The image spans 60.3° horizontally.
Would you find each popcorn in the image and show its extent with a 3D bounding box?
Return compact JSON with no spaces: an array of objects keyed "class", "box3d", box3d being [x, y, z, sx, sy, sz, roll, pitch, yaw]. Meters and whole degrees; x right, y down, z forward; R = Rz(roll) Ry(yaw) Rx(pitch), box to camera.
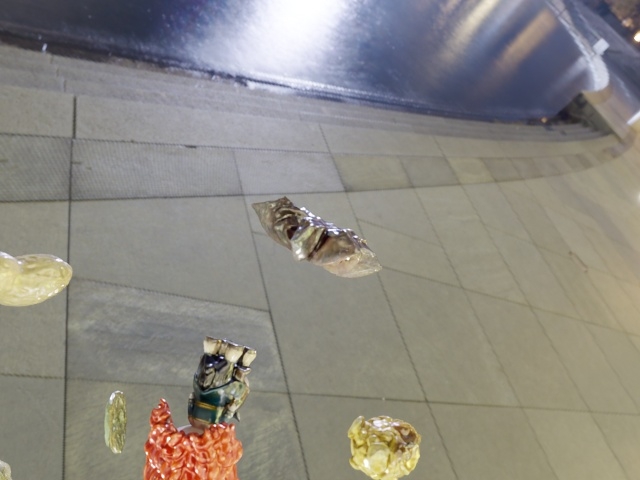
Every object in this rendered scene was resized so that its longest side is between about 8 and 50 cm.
[{"class":"popcorn","box3d":[0.144,0.484,1.273,0.163,0.141,0.194,7,-2,19]}]

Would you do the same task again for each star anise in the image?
[{"class":"star anise","box3d":[-0.014,-0.007,1.196,0.315,0.108,0.315,31,6,-3]}]

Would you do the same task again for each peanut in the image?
[{"class":"peanut","box3d":[-0.437,0.052,0.768,0.187,0.082,0.082,13,42,-58]}]

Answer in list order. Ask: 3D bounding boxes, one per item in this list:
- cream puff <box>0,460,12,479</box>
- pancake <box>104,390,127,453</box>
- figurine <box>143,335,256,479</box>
[{"class":"cream puff","box3d":[-0.796,0.538,1.124,0.324,0.257,0.291,46,67,-23]},{"class":"pancake","box3d":[-0.335,0.298,0.905,0.017,0.108,0.108,-7,48,-6]},{"class":"figurine","box3d":[-0.272,0.432,1.330,0.240,0.306,0.412,19,50,-2]}]
